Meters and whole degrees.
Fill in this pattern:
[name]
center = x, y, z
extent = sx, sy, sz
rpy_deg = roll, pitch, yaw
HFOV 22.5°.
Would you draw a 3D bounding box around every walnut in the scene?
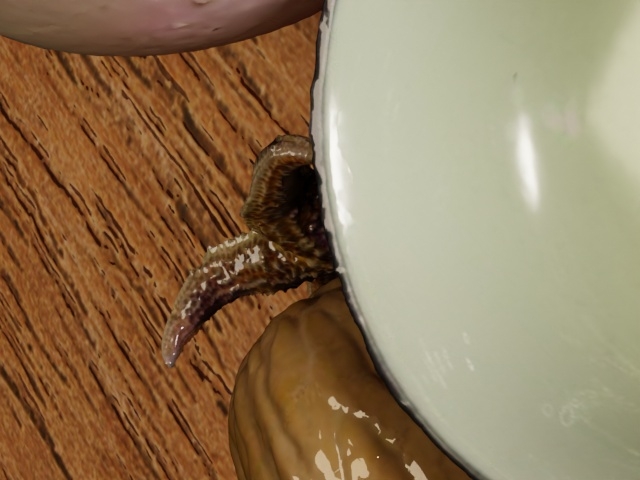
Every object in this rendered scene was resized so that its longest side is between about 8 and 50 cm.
[walnut]
center = 0.050, 0.109, 0.856
extent = 0.213, 0.213, 0.213
rpy_deg = 5, 97, 49

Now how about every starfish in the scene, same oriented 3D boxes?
[starfish]
center = -0.001, -0.001, 0.941
extent = 0.238, 0.216, 0.071
rpy_deg = 81, 172, -60

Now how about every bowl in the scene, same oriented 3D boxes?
[bowl]
center = 0.176, -0.057, 0.700
extent = 0.354, 0.185, 0.353
rpy_deg = 4, 96, 48

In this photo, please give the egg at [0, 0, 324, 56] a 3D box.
[egg]
center = -0.040, -0.278, 0.821
extent = 0.340, 0.355, 0.354
rpy_deg = -1, 92, 41
